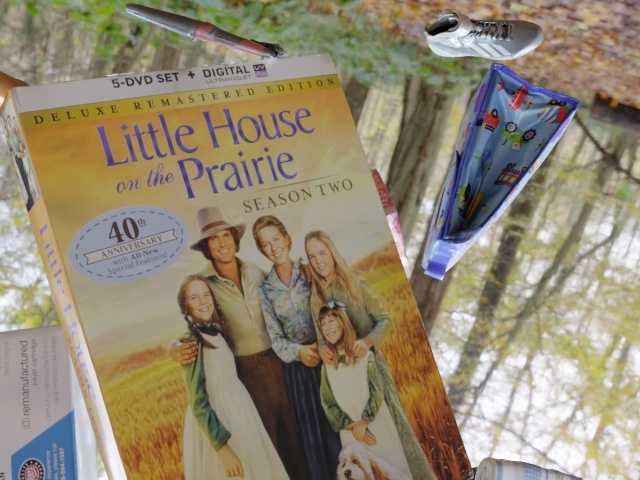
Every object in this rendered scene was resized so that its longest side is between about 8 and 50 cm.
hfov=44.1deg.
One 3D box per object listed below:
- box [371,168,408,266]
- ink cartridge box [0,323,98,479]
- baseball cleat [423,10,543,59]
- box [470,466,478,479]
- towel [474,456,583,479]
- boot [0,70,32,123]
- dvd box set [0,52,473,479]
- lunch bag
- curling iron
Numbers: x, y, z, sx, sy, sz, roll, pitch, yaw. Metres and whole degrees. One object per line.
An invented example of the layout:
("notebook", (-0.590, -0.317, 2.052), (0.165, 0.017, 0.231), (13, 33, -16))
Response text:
("box", (0.000, 0.000, 1.287), (0.257, 0.128, 0.122), (-19, -136, 0))
("ink cartridge box", (-0.566, 0.300, 1.230), (0.395, 0.285, 0.166), (-7, 166, -5))
("baseball cleat", (0.287, -0.364, 1.401), (0.206, 0.072, 0.109), (-2, 169, 19))
("box", (0.183, 0.530, 1.382), (0.073, 0.295, 0.293), (48, 145, -11))
("towel", (0.278, 0.402, 1.041), (0.034, 0.209, 0.285), (-7, 158, 41))
("boot", (-0.670, -0.311, 1.557), (0.283, 0.109, 0.220), (43, 179, -12))
("dvd box set", (-0.058, 0.055, 0.673), (0.308, 0.420, 0.062), (-14, 173, -33))
("lunch bag", (0.233, -0.071, 1.163), (0.138, 0.293, 0.221), (26, 169, 5))
("curling iron", (-0.183, -0.326, 1.255), (0.274, 0.035, 0.068), (18, 176, 5))
